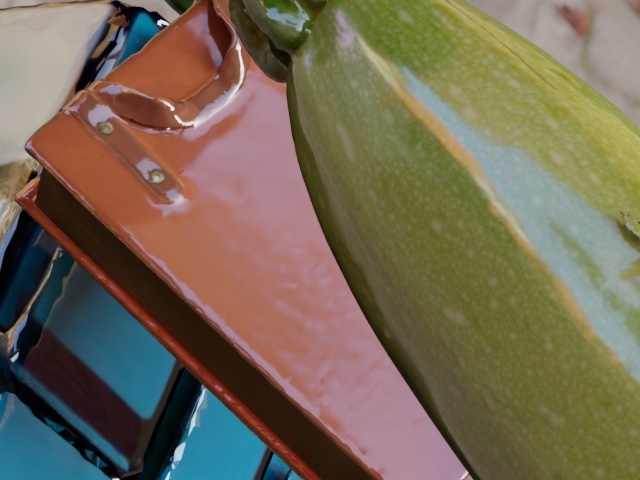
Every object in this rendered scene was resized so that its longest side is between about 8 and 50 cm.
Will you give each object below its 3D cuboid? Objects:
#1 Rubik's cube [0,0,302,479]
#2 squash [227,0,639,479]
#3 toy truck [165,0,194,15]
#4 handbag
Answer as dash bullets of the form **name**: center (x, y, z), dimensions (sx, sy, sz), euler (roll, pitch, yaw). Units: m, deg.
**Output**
- **Rubik's cube**: center (-0.153, 0.087, 0.890), dimensions (0.283, 0.293, 0.288), euler (48, 52, -40)
- **squash**: center (0.072, 0.031, 0.475), dimensions (0.094, 0.094, 0.341), euler (-13, 53, -42)
- **toy truck**: center (-0.005, -0.192, 0.839), dimensions (0.187, 0.148, 0.210), euler (50, 33, 0)
- **handbag**: center (0.000, 0.000, 0.702), dimensions (0.190, 0.063, 0.127), euler (43, 62, 10)
